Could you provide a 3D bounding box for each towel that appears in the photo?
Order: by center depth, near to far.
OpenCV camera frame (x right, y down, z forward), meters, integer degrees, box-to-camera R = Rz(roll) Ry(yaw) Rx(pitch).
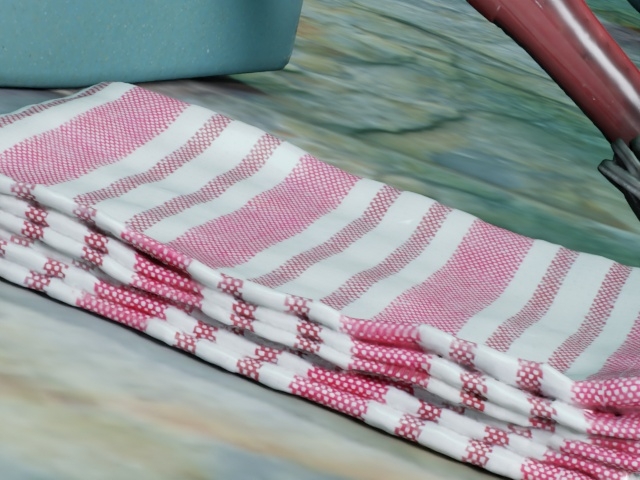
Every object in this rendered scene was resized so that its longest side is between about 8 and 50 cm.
[{"bbox_3d":[0.000,0.000,0.454,0.197,0.029,0.144,20,16,12],"label":"towel"}]

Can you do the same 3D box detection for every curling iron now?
[{"bbox_3d":[0.051,-0.087,0.528,0.274,0.035,0.068,53,5,-2],"label":"curling iron"}]

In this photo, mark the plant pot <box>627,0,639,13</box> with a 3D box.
[{"bbox_3d":[0.392,-0.197,1.026,0.341,0.341,0.334,3,28,-40],"label":"plant pot"}]

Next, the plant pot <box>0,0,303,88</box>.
[{"bbox_3d":[-0.127,-0.141,0.578,0.165,0.165,0.234,26,26,28],"label":"plant pot"}]
